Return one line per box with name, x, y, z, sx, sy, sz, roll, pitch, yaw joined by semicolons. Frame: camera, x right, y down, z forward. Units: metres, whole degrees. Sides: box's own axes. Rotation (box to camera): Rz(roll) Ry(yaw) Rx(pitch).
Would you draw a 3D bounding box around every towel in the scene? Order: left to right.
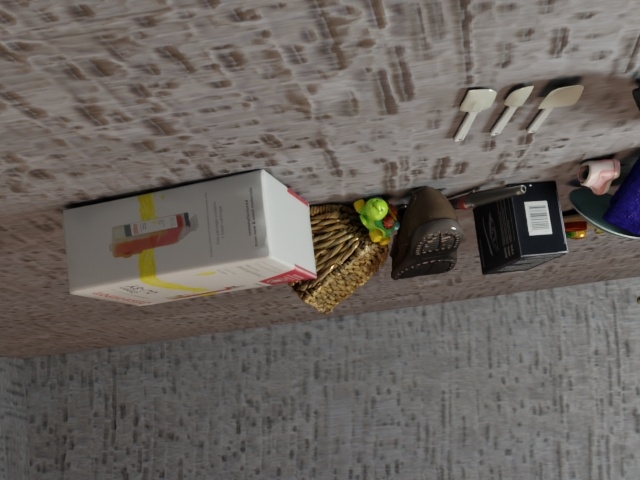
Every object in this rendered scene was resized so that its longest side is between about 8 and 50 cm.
towel;0.709;-0.039;1.837;0.308;0.076;0.228;24;147;7

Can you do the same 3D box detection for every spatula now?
spatula;0.286;-0.188;1.470;0.168;0.019;0.242;-7;169;-2

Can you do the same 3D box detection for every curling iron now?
curling iron;0.308;-0.080;1.984;0.068;0.035;0.274;5;165;-35

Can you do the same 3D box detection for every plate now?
plate;0.593;-0.049;2.007;0.188;0.188;0.024;0;124;-29

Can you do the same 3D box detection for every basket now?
basket;0.000;0.000;2.068;0.213;0.223;0.299;-41;166;1

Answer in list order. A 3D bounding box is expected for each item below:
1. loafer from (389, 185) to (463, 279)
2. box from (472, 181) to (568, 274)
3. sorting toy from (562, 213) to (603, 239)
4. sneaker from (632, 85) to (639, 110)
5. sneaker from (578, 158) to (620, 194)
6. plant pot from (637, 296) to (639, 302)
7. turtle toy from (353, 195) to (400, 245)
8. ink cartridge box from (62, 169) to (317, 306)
loafer;0.217;-0.014;2.020;0.133;0.130;0.366;-7;163;-9
box;0.412;-0.022;2.043;0.108;0.153;0.207;-5;170;-14
sorting toy;0.635;-0.027;2.431;0.229;0.041;0.307;-16;166;39
sneaker;0.582;-0.194;1.429;0.330;0.122;0.146;5;146;-43
sneaker;0.519;-0.122;1.868;0.070;0.051;0.134;-5;166;-1
plant pot;0.798;-0.006;2.071;0.276;0.254;0.276;-3;170;-1
turtle toy;0.114;-0.048;1.925;0.066;0.095;0.130;-32;162;14
ink cartridge box;-0.232;0.009;1.792;0.384;0.160;0.279;-10;169;15
